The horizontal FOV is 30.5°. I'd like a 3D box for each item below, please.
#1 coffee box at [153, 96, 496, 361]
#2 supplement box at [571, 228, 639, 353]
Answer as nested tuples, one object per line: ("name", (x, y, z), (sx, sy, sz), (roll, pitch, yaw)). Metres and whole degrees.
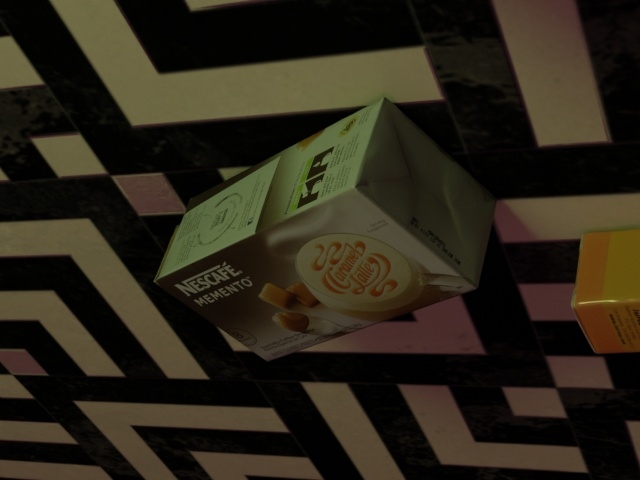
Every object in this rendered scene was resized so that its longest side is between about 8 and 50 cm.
("coffee box", (0.000, 0.000, 0.957), (0.246, 0.098, 0.141), (-23, 128, 42))
("supplement box", (0.316, 0.034, 0.887), (0.233, 0.078, 0.080), (-6, 138, 31))
